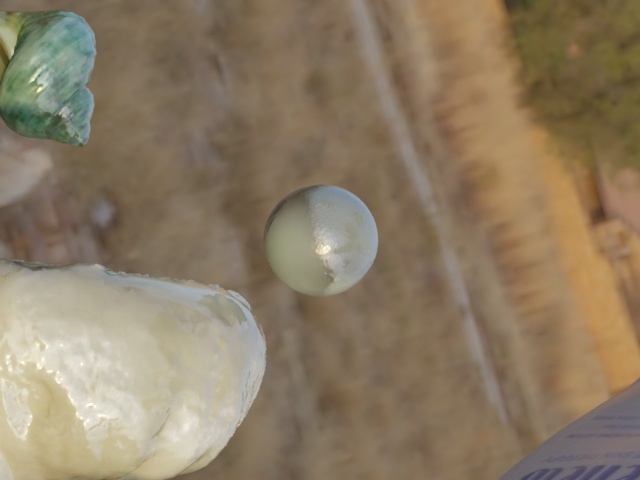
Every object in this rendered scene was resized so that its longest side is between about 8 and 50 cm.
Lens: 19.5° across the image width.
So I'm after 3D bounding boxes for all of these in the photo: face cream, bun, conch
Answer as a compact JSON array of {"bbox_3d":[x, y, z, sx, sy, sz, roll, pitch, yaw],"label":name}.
[{"bbox_3d":[0.274,0.138,1.351,0.420,0.234,0.137,-29,104,-41],"label":"face cream"},{"bbox_3d":[-0.233,0.125,1.649,0.359,0.359,0.211,20,75,-76],"label":"bun"},{"bbox_3d":[-0.320,-0.180,2.038,0.188,0.176,0.122,48,-1,43],"label":"conch"}]

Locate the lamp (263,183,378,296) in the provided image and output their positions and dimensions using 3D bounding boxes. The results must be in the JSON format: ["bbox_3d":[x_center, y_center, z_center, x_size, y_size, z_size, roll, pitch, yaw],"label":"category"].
[{"bbox_3d":[0.000,0.000,1.686,0.105,0.105,0.105,-16,90,-79],"label":"lamp"}]
